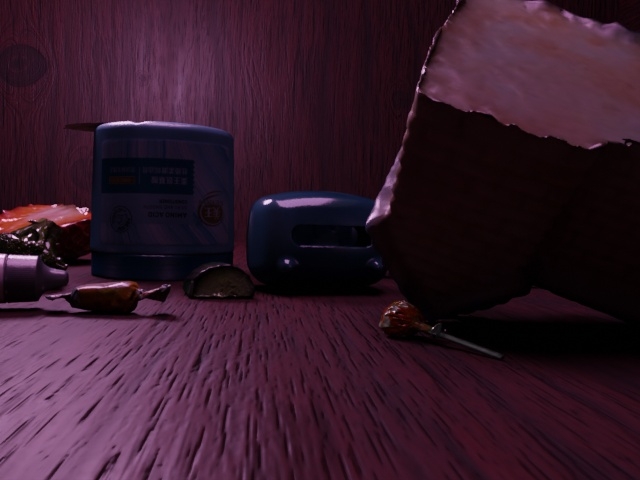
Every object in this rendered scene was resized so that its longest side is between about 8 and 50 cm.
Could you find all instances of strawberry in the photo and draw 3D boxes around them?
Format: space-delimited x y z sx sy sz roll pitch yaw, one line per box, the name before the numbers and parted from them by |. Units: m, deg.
strawberry | -0.747 -0.002 1.678 0.265 0.149 0.336 9 14 11

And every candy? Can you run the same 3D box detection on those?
candy | 0.142 0.111 0.745 0.055 0.049 0.184 -34 28 -28
candy | -0.307 0.084 0.913 0.181 0.047 0.053 -3 6 0

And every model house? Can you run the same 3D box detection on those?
model house | 0.325 -0.078 0.908 0.445 0.400 0.395 19 42 7

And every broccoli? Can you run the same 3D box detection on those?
broccoli | -0.551 0.025 1.183 0.145 0.138 0.162 38 -22 -20

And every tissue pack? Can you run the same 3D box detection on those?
tissue pack | 0.000 0.000 1.244 0.287 0.198 0.206 3 0 -17

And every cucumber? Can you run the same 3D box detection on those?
cucumber | -0.186 0.071 1.131 0.116 0.062 0.115 2 -2 -18

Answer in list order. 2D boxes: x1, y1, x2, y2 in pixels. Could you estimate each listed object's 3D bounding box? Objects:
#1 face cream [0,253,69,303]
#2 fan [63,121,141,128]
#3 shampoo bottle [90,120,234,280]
face cream | -0.532 0.055 0.900 0.311 0.092 0.092 0 3 -19
fan | -0.438 -0.275 1.567 0.233 0.012 0.414 4 7 39
shampoo bottle | -0.369 -0.091 1.477 0.331 0.343 0.331 2 2 0
